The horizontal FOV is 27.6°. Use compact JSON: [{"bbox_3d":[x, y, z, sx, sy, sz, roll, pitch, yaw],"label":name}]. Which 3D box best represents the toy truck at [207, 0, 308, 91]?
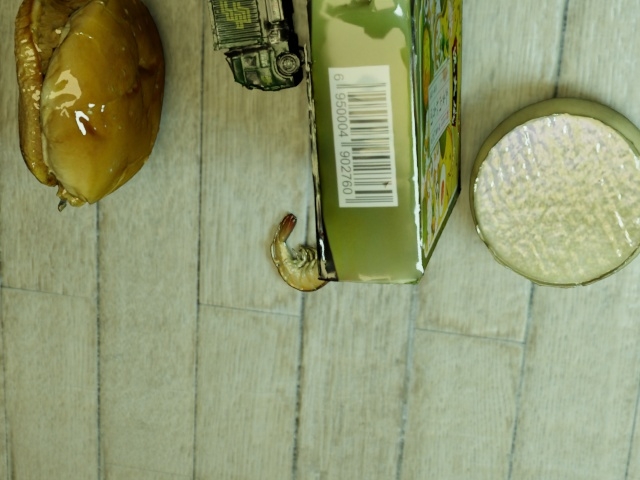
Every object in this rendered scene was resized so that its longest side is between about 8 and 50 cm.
[{"bbox_3d":[-0.094,-0.342,1.856,0.121,0.088,0.259,-5,106,13],"label":"toy truck"}]

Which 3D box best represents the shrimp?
[{"bbox_3d":[0.001,0.000,1.984,0.178,0.034,0.124,-37,91,26],"label":"shrimp"}]

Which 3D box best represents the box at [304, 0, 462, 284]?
[{"bbox_3d":[0.094,-0.183,1.688,0.138,0.420,0.372,2,109,14],"label":"box"}]

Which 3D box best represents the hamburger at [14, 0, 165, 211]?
[{"bbox_3d":[-0.328,-0.206,1.845,0.170,0.290,0.314,8,112,13],"label":"hamburger"}]

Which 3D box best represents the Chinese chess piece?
[{"bbox_3d":[0.345,-0.067,1.838,0.270,0.112,0.270,4,109,11],"label":"Chinese chess piece"}]
